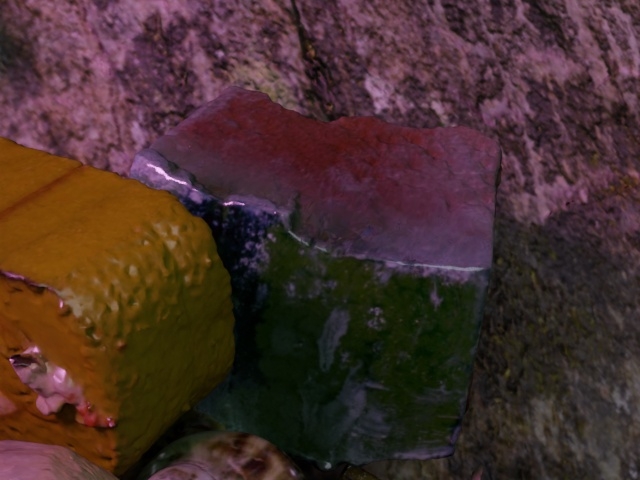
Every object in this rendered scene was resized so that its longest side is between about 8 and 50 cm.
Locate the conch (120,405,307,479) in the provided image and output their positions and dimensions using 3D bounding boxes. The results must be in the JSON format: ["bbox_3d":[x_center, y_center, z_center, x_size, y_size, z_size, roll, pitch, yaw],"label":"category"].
[{"bbox_3d":[-0.078,0.183,1.036,0.124,0.181,0.187,-19,56,-22],"label":"conch"}]

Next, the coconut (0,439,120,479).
[{"bbox_3d":[-0.208,0.272,0.865,0.329,0.329,0.328,12,60,-22],"label":"coconut"}]

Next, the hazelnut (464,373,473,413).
[{"bbox_3d":[0.077,0.106,1.231,0.086,0.086,0.086,12,60,-22],"label":"hazelnut"}]

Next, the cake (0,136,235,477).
[{"bbox_3d":[-0.191,0.046,1.029,0.261,0.179,0.156,18,38,31],"label":"cake"}]

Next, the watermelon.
[{"bbox_3d":[-0.001,-0.004,1.167,0.264,0.151,0.302,13,51,6],"label":"watermelon"}]

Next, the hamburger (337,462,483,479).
[{"bbox_3d":[0.080,0.273,1.103,0.243,0.138,0.261,29,56,-12],"label":"hamburger"}]
